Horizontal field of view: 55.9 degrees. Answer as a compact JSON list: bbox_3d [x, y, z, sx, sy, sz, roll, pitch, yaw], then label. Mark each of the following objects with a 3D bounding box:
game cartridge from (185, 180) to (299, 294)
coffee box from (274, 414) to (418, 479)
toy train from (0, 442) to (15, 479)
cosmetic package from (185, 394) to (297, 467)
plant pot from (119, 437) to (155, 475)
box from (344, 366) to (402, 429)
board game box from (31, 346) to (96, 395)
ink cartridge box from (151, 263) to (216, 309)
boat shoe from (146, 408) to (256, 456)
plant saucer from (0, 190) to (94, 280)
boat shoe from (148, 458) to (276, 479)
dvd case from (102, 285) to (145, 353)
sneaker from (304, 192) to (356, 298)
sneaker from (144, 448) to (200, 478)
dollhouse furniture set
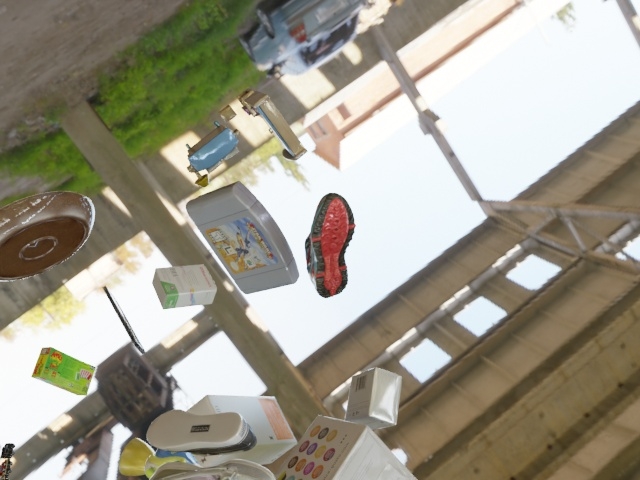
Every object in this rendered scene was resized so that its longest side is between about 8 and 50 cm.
[{"bbox_3d":[-0.185,0.001,1.502,0.198,0.297,0.062,-13,-152,38],"label":"game cartridge"},{"bbox_3d":[0.079,0.849,2.047,0.337,0.338,0.334,-49,-163,-26],"label":"coffee box"},{"bbox_3d":[-0.874,0.632,1.667,0.027,0.036,0.158,-48,-142,27],"label":"toy train"},{"bbox_3d":[-0.307,0.737,2.336,0.161,0.230,0.453,-41,151,15],"label":"cosmetic package"},{"bbox_3d":[-0.659,0.807,2.220,0.095,0.134,0.134,10,-148,18],"label":"plant pot"},{"bbox_3d":[0.192,0.576,2.189,0.181,0.119,0.182,-41,-148,55],"label":"box"},{"bbox_3d":[-0.769,0.396,1.815,0.043,0.181,0.092,-8,-123,26],"label":"board game box"},{"bbox_3d":[-0.543,0.183,2.406,0.212,0.154,0.093,-6,135,-35],"label":"ink cartridge box"},{"bbox_3d":[-0.296,0.489,1.508,0.301,0.102,0.108,-11,-139,24],"label":"boat shoe"},{"bbox_3d":[-0.659,0.003,1.391,0.311,0.050,0.310,-34,166,-10],"label":"plant saucer"},{"bbox_3d":[-0.259,0.583,1.408,0.320,0.118,0.103,0,-174,14],"label":"boat shoe"},{"bbox_3d":[-0.647,0.264,1.992,0.018,0.221,0.164,-29,164,-16],"label":"dvd case"},{"bbox_3d":[0.000,0.000,1.355,0.104,0.262,0.125,-11,-144,-25],"label":"sneaker"},{"bbox_3d":[-0.356,0.626,1.664,0.091,0.240,0.126,-58,-171,28],"label":"sneaker"},{"bbox_3d":[-0.241,-0.261,1.748,0.303,0.198,0.286,-38,-155,-4],"label":"dollhouse furniture set"}]
